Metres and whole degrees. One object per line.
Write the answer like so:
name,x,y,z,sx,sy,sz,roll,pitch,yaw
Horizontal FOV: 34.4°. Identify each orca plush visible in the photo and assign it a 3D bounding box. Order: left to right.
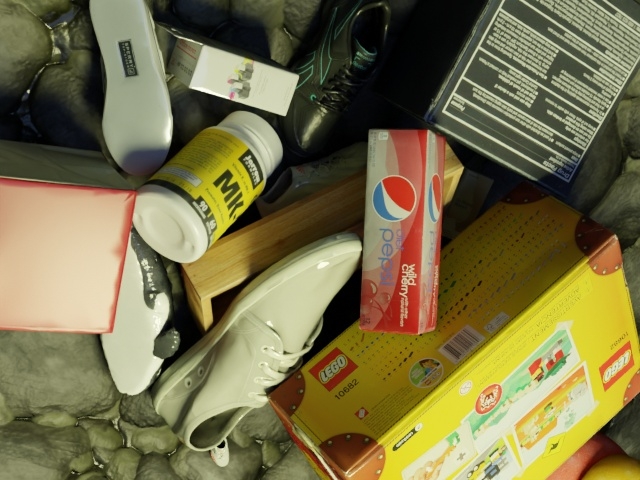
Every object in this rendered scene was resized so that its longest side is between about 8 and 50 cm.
orca plush,-0.258,0.074,1.473,0.151,0.102,0.287,-4,109,24

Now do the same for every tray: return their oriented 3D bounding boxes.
tray,0.000,0.000,1.494,0.411,0.076,0.203,-27,160,-14

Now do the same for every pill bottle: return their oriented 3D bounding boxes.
pill bottle,-0.147,-0.077,1.378,0.208,0.119,0.119,-50,130,-37

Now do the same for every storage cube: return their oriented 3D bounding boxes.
storage cube,-0.356,-0.009,1.309,0.215,0.183,0.193,4,108,-27

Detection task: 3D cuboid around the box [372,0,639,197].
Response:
box,0.286,-0.266,1.513,0.296,0.183,0.294,24,98,-31

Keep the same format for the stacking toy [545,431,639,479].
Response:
stacking toy,0.462,0.444,1.704,0.350,0.480,0.351,-1,92,-34

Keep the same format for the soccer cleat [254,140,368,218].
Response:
soccer cleat,-0.007,-0.091,1.517,0.196,0.068,0.076,-37,120,-4

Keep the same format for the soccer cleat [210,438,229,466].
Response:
soccer cleat,-0.160,0.329,1.641,0.029,0.035,0.083,-18,118,-19

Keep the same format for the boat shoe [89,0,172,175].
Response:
boat shoe,-0.237,-0.215,1.335,0.095,0.084,0.258,0,112,0

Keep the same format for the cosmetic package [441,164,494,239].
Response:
cosmetic package,0.224,-0.060,1.657,0.060,0.041,0.115,16,104,-30

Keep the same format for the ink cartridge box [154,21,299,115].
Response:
ink cartridge box,-0.133,-0.228,1.370,0.181,0.104,0.062,14,104,-29

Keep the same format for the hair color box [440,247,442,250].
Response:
hair color box,0.155,0.206,1.698,0.185,0.113,0.374,29,97,-34

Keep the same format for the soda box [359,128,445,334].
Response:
soda box,0.108,-0.012,1.352,0.092,0.083,0.263,2,91,-69

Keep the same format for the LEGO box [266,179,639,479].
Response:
LEGO box,0.224,0.218,1.519,0.500,0.193,0.372,-39,135,-13

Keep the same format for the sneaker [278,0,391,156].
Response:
sneaker,0.020,-0.237,1.443,0.101,0.106,0.267,12,107,-31

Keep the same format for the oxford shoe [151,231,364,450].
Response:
oxford shoe,-0.075,0.149,1.443,0.169,0.130,0.449,-2,143,-51
